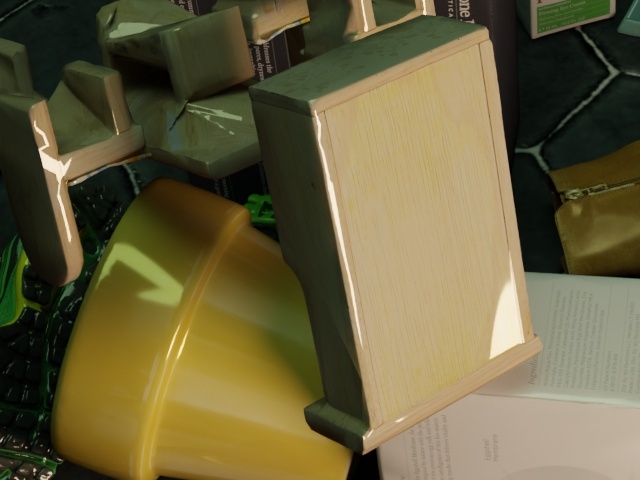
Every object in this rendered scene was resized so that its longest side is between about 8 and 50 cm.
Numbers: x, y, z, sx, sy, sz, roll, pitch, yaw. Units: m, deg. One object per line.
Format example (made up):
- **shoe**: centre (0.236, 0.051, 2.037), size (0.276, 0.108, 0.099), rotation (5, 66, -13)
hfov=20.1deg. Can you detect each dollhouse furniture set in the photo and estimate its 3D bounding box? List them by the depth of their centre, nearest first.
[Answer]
- **dollhouse furniture set**: centre (-0.043, -0.043, 1.356), size (0.362, 0.256, 0.394), rotation (-26, 27, -31)

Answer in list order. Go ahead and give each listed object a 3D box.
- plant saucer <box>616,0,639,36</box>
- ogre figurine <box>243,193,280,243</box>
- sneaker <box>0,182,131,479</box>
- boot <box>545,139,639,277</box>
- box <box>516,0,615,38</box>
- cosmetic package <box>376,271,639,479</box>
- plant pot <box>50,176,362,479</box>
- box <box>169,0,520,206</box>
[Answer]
- **plant saucer**: centre (0.416, -0.228, 1.919), size (0.192, 0.018, 0.067), rotation (14, 48, 23)
- **ogre figurine**: centre (0.000, 0.000, 1.677), size (0.197, 0.118, 0.097), rotation (-32, 44, -24)
- **sneaker**: centre (-0.274, 0.115, 1.618), size (0.146, 0.134, 0.343), rotation (-25, 31, 56)
- **boot**: centre (0.330, 0.010, 1.640), size (0.211, 0.104, 0.295), rotation (-17, 39, -2)
- **box**: centre (0.256, -0.290, 1.955), size (0.101, 0.087, 0.102), rotation (-16, 44, -7)
- **cosmetic package**: centre (0.165, 0.145, 1.425), size (0.225, 0.224, 0.138), rotation (3, 46, 11)
- **plant pot**: centre (-0.066, 0.102, 1.508), size (0.239, 0.254, 0.254), rotation (19, 49, 7)
- **box**: centre (0.024, -0.194, 1.711), size (0.313, 0.343, 0.179), rotation (4, 45, 12)
